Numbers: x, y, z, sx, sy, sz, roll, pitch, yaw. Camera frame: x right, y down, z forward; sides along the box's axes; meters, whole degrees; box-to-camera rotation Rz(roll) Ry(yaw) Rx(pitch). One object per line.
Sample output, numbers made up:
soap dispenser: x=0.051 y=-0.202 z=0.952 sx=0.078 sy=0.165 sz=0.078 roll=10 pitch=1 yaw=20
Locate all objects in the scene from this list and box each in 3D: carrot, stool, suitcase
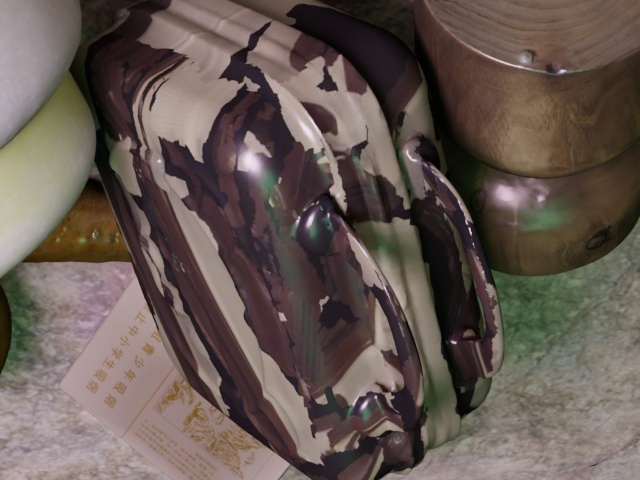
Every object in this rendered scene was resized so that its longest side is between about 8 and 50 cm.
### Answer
carrot: x=-0.140 y=-0.005 z=1.406 sx=0.298 sy=0.078 sz=0.078 roll=9 pitch=133 yaw=-19
stool: x=0.153 y=-0.115 z=1.204 sx=0.179 sy=0.179 sz=0.264 roll=-6 pitch=149 yaw=1
suitcase: x=0.000 y=0.000 z=1.217 sx=0.194 sy=0.339 sz=0.351 roll=-33 pitch=127 yaw=-23

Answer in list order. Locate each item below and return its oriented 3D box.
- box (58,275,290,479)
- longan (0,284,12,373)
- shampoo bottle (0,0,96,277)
box: x=-0.103 y=0.129 z=1.460 sx=0.201 sy=0.058 sz=0.141 roll=37 pitch=111 yaw=5
longan: x=-0.315 y=0.079 z=1.400 sx=0.145 sy=0.176 sz=0.155 roll=-44 pitch=151 yaw=-3
shampoo bottle: x=-0.316 y=-0.118 z=1.098 sx=0.322 sy=0.322 sz=0.317 roll=-19 pitch=122 yaw=12
